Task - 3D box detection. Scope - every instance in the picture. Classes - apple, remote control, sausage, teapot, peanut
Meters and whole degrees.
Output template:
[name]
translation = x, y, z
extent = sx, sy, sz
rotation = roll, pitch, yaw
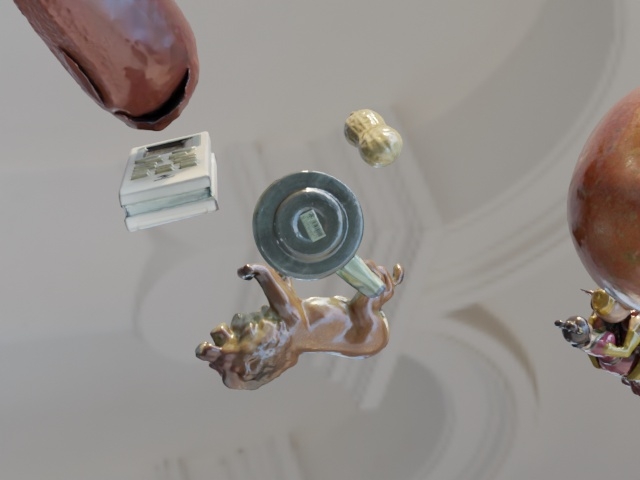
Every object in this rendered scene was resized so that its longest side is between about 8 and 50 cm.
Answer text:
[apple]
translation = 0.366, -0.033, 1.473
extent = 0.253, 0.253, 0.253
rotation = 174, -90, -71
[remote control]
translation = -0.174, -0.075, 1.763
extent = 0.277, 0.103, 0.055
rotation = -107, -176, -75
[sausage]
translation = -0.243, -0.249, 1.740
extent = 0.279, 0.152, 0.152
rotation = 54, -2, -32
[teapot]
translation = 0.001, -0.011, 1.551
extent = 0.108, 0.149, 0.111
rotation = -174, -81, -82
[peanut]
translation = 0.088, -0.177, 2.602
extent = 0.187, 0.082, 0.082
rotation = -129, -142, -56

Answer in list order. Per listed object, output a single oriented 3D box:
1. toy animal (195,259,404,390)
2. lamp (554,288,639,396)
[toy animal]
translation = -0.012, 0.105, 1.907
extent = 0.097, 0.312, 0.157
rotation = 159, -72, -64
[lamp]
translation = 0.399, 0.123, 2.022
extent = 0.118, 0.253, 0.118
rotation = -24, -131, 30
